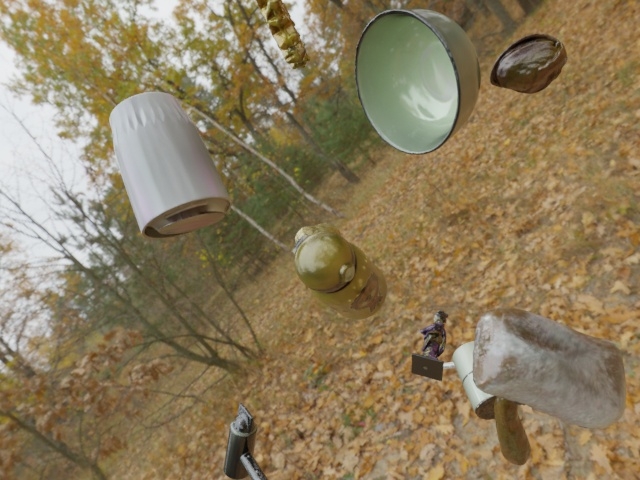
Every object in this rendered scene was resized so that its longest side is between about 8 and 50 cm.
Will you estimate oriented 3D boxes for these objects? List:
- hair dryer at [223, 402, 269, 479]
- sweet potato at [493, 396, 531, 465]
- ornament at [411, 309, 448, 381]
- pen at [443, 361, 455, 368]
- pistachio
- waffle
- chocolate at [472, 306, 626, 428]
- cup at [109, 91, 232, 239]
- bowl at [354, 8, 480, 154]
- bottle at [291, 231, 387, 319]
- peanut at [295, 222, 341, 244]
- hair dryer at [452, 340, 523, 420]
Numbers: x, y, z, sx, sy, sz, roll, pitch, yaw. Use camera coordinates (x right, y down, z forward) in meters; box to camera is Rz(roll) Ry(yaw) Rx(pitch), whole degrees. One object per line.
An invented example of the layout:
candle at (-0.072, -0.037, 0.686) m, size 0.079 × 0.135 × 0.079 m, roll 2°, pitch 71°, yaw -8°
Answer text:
hair dryer at (-0.165, 0.570, 1.184) m, size 0.248 × 0.077 × 0.196 m, roll 30°, pitch 116°, yaw 48°
sweet potato at (0.451, 0.438, 1.099) m, size 0.075 × 0.274 × 0.075 m, roll -17°, pitch 24°, yaw 8°
ornament at (0.298, 0.268, 1.242) m, size 0.203 × 0.081 × 0.088 m, roll -66°, pitch -24°, yaw -46°
pen at (0.454, 0.488, 1.776) m, size 0.204 × 0.025 × 0.025 m, roll -21°, pitch 20°, yaw 40°
pistachio at (0.590, -0.493, 1.309) m, size 0.210 × 0.165 × 0.131 m, roll -13°, pitch 25°, yaw 17°
waffle at (-0.096, -0.500, 1.043) m, size 0.057 × 0.219 × 0.229 m, roll -26°, pitch -21°, yaw 10°
chocolate at (0.444, 0.230, 0.867) m, size 0.100 × 0.303 × 0.185 m, roll 120°, pitch 168°, yaw -56°
cup at (-0.427, -0.199, 1.288) m, size 0.253 × 0.372 × 0.253 m, roll -25°, pitch -10°, yaw -5°
bowl at (0.267, -0.415, 1.169) m, size 0.185 × 0.354 × 0.354 m, roll -29°, pitch 0°, yaw -27°
bottle at (0.048, 0.088, 1.162) m, size 0.171 × 0.171 × 0.351 m, roll -44°, pitch -28°, yaw 3°
peanut at (0.000, 0.000, 2.044) m, size 0.147 × 0.148 × 0.318 m, roll -41°, pitch -14°, yaw 24°
hair dryer at (0.557, 0.487, 1.446) m, size 0.128 × 0.362 × 0.203 m, roll -33°, pitch 35°, yaw 16°
